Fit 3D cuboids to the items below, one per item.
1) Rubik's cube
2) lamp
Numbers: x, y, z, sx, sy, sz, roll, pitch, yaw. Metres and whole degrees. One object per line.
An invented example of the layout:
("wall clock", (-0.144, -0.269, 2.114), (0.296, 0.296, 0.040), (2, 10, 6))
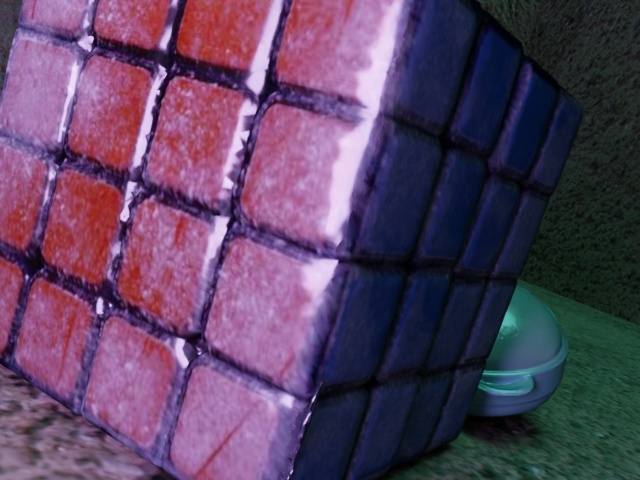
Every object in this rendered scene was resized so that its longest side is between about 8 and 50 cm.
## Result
("Rubik's cube", (-0.034, -0.027, 0.610), (0.343, 0.345, 0.337), (23, 9, 31))
("lamp", (0.190, 0.116, 0.876), (0.209, 0.147, 0.284), (17, 4, 30))
